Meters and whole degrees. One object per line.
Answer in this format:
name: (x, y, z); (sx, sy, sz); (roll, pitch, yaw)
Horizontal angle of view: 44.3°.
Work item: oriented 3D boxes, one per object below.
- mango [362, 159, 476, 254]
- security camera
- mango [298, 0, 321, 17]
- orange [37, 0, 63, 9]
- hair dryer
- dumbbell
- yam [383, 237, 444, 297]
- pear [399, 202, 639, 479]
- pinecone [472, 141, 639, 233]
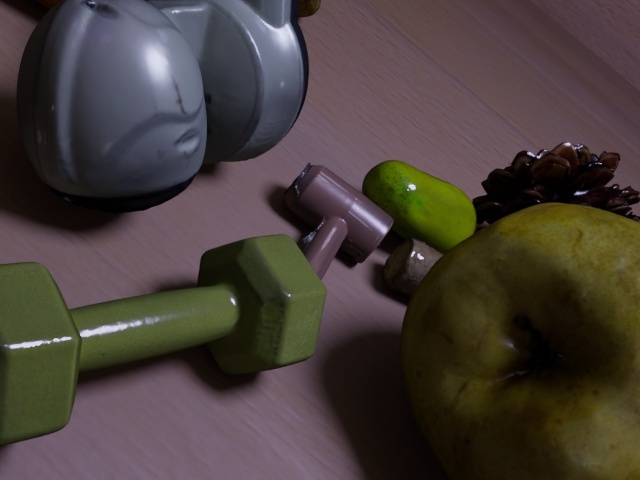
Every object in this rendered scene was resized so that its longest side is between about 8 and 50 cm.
mango: (0.117, -0.044, 0.936); (0.163, 0.089, 0.117); (34, 9, -31)
security camera: (-0.146, -0.134, 0.705); (0.197, 0.191, 0.277); (15, 28, 20)
mango: (-0.119, -0.458, 1.174); (0.316, 0.146, 0.193); (50, 33, -11)
orange: (-0.254, -0.346, 0.870); (0.224, 0.170, 0.224); (28, 34, -21)
hair dryer: (0.000, 0.000, 0.818); (0.117, 0.064, 0.181); (37, 38, -5)
dumbbell: (-0.125, 0.062, 0.569); (0.302, 0.121, 0.108); (-7, 85, -49)
yam: (0.205, 0.078, 0.917); (0.300, 0.066, 0.066); (24, 36, -22)
pear: (0.233, 0.120, 0.696); (0.304, 0.304, 0.304); (26, 35, -20)
pinecone: (0.304, -0.008, 0.992); (0.221, 0.221, 0.221); (26, 35, -20)
